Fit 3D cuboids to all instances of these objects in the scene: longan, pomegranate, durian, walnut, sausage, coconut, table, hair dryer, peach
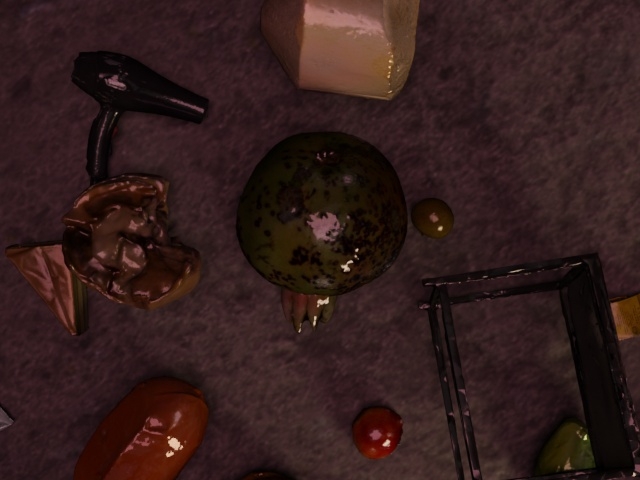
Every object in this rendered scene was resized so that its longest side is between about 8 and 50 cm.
[{"bbox_3d":[0.190,-0.034,1.456,0.075,0.075,0.083,30,135,-2],"label":"longan"},{"bbox_3d":[0.000,0.000,1.382,0.285,0.285,0.341,6,127,0],"label":"pomegranate"},{"bbox_3d":[0.443,0.435,1.465,0.139,0.101,0.250,-3,87,-2],"label":"durian"},{"bbox_3d":[-0.316,0.016,1.415,0.204,0.141,0.238,-22,71,-9],"label":"walnut"},{"bbox_3d":[-0.302,0.347,1.435,0.268,0.153,0.141,-52,133,3],"label":"sausage"},{"bbox_3d":[0.025,-0.343,1.352,0.244,0.239,0.239,7,94,-6],"label":"coconut"},{"bbox_3d":[0.318,0.224,1.349,0.272,0.222,0.335,-9,75,1],"label":"table"},{"bbox_3d":[-0.334,-0.173,1.455,0.235,0.091,0.272,19,106,-11],"label":"hair dryer"},{"bbox_3d":[0.100,0.338,1.481,0.098,0.061,0.098,0,89,6],"label":"peach"}]

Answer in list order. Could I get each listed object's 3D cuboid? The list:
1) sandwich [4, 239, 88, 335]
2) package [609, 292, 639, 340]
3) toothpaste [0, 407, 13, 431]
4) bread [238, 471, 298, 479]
[{"bbox_3d":[-0.467,0.083,1.457,0.113,0.079,0.163,-3,95,2],"label":"sandwich"},{"bbox_3d":[0.513,0.136,1.473,0.131,0.047,0.071,-12,91,3],"label":"package"},{"bbox_3d":[-0.676,0.391,1.496,0.297,0.048,0.075,-42,90,-1],"label":"toothpaste"},{"bbox_3d":[-0.081,0.473,1.459,0.260,0.129,0.134,12,87,-2],"label":"bread"}]
